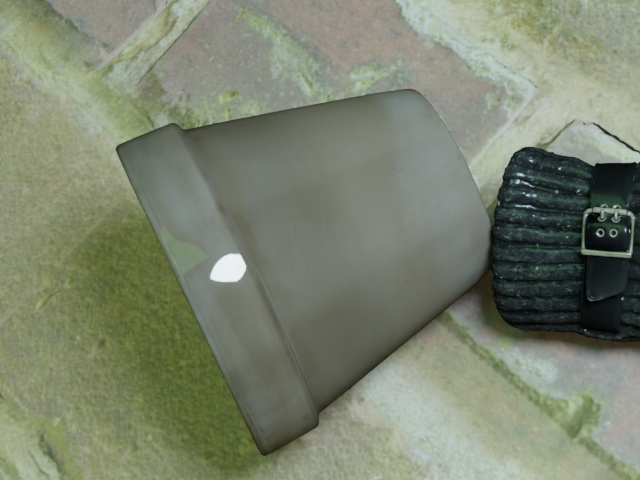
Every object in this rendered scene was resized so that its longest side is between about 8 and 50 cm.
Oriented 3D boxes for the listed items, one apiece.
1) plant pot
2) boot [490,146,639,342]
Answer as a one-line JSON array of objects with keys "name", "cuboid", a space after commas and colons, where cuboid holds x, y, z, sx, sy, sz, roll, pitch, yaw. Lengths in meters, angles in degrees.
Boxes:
[{"name": "plant pot", "cuboid": [0.000, 0.000, 1.507, 0.280, 0.323, 0.323, -25, 54, -6]}, {"name": "boot", "cuboid": [0.294, -0.065, 1.409, 0.260, 0.131, 0.348, 16, 95, 33]}]
